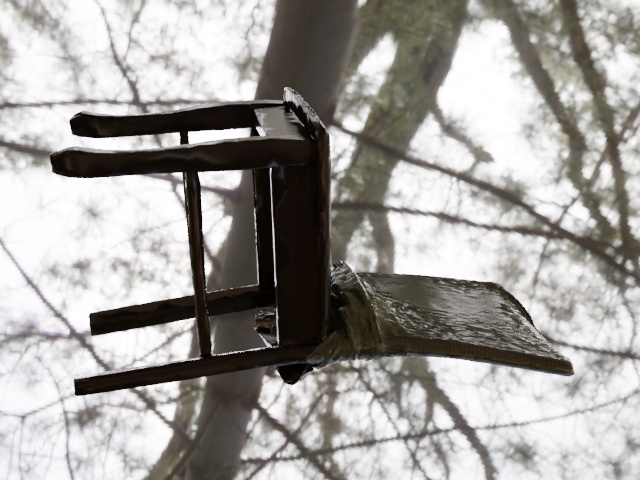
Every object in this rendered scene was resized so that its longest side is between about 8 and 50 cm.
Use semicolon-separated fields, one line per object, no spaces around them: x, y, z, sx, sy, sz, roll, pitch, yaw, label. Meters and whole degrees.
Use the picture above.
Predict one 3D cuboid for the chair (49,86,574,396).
0.000;0.000;0.668;0.319;0.186;0.160;-4;-164;-8;chair
